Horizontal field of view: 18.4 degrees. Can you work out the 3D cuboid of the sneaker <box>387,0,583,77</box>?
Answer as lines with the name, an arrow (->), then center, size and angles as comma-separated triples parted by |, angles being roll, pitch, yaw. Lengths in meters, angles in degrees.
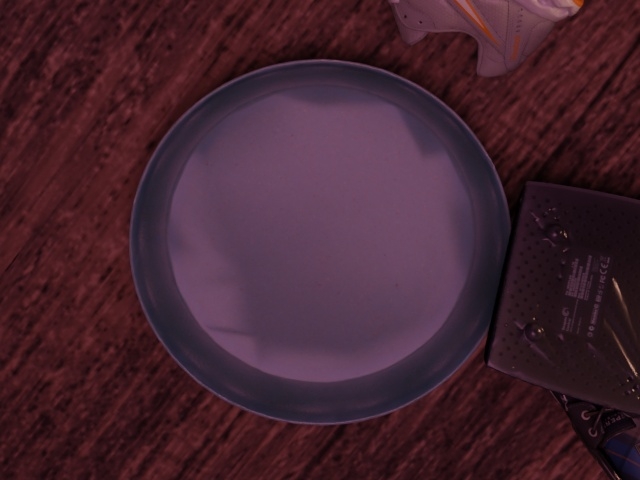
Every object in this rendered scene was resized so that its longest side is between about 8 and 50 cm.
sneaker -> 0.073, -0.222, 1.552 | 0.262, 0.099, 0.121 | 35, 109, -8

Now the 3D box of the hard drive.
hard drive -> 0.263, 0.058, 1.620 | 0.254, 0.054, 0.172 | 14, 83, -12

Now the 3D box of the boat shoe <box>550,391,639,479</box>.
boat shoe -> 0.250, 0.155, 1.675 | 0.080, 0.076, 0.228 | -28, 105, 9

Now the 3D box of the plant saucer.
plant saucer -> 0.000, 0.000, 1.647 | 0.317, 0.044, 0.318 | 0, 108, 0
